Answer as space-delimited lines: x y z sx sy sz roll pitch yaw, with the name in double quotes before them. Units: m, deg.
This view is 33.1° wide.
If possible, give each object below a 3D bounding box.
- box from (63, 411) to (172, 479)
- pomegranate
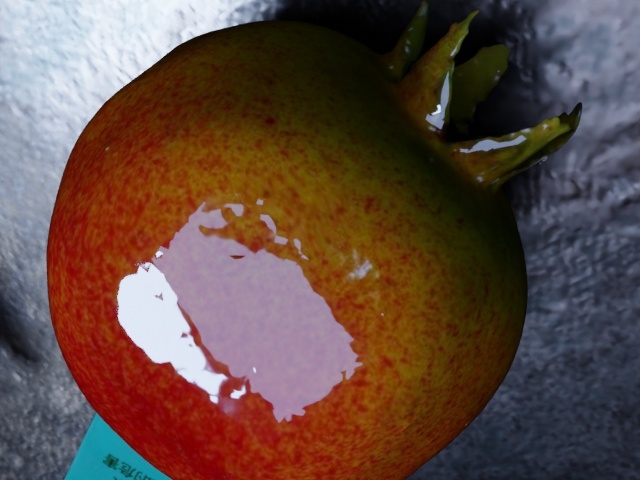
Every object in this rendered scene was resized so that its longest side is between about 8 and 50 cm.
"box" -0.112 0.215 0.744 0.161 0.042 0.226 29 123 -1
"pomegranate" 0.000 0.000 0.494 0.256 0.221 0.221 -37 104 20
